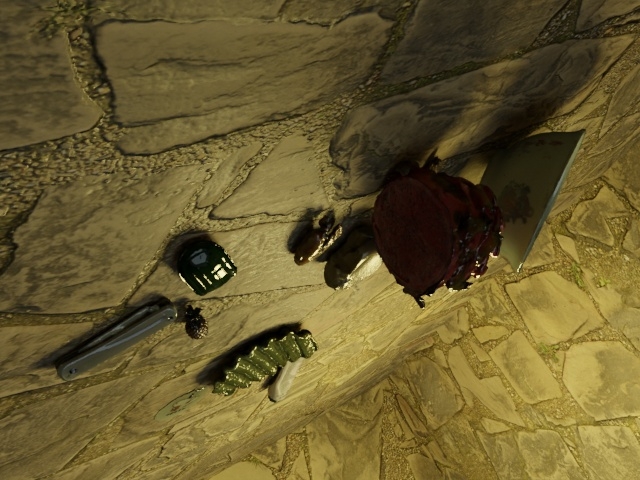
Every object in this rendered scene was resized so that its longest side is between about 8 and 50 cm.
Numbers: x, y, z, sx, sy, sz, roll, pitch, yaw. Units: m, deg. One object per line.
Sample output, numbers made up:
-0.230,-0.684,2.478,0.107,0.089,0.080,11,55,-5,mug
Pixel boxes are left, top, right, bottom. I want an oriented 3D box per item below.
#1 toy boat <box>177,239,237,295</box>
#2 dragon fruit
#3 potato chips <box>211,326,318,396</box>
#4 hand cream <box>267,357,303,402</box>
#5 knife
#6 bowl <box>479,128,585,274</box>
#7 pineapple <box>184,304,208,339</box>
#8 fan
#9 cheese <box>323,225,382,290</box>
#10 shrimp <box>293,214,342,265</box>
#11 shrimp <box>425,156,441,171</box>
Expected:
-0.227,0.056,1.309,0.104,0.052,0.210,-31,158,-5,toy boat
0.298,-0.035,1.567,0.263,0.296,0.314,-16,139,-35,dragon fruit
-0.181,0.396,2.119,0.358,0.070,0.429,-32,160,-3,potato chips
-0.128,0.506,2.474,0.121,0.076,0.336,-24,151,-41,hand cream
-0.419,0.200,1.346,0.265,0.040,0.073,-31,148,-11,knife
0.549,-0.137,1.817,0.435,0.196,0.435,-53,158,-33,bowl
-0.286,0.180,1.499,0.058,0.058,0.124,-27,151,-23,pineapple
-0.399,0.480,2.043,0.191,0.009,0.329,-6,145,-53,fan
0.102,0.037,1.733,0.175,0.091,0.202,-21,154,-32,cheese
-0.003,-0.003,1.552,0.132,0.051,0.187,-37,171,-31,shrimp
0.279,-0.177,1.636,0.059,0.023,0.108,-32,162,-37,shrimp
